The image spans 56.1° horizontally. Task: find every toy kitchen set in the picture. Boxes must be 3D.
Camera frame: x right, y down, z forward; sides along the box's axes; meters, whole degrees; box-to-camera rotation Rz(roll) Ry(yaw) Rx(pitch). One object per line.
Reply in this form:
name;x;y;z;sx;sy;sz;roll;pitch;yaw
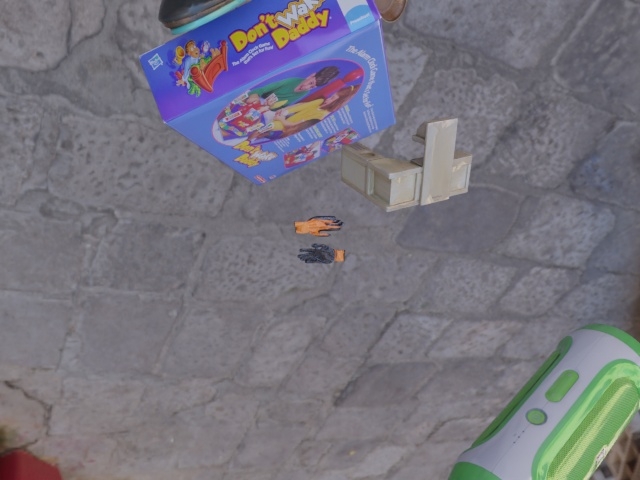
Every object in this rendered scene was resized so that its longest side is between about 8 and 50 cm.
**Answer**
toy kitchen set;0.072;-0.075;0.499;0.083;0.075;0.068;-14;122;-26

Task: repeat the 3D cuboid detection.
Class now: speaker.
speaker;0.282;0.229;0.723;0.296;0.131;0.131;-36;147;-29

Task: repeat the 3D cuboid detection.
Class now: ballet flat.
ballet flat;-0.063;-0.295;0.589;0.280;0.095;0.096;-43;126;-36

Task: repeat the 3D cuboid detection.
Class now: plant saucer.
plant saucer;0.165;-0.656;1.520;0.036;0.199;0.199;11;152;34

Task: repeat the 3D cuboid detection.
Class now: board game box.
board game box;-0.034;-0.178;0.744;0.233;0.078;0.347;-24;171;6

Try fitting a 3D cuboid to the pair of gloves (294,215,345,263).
pair of gloves;0.000;0.000;0.902;0.074;0.010;0.083;-3;121;3
